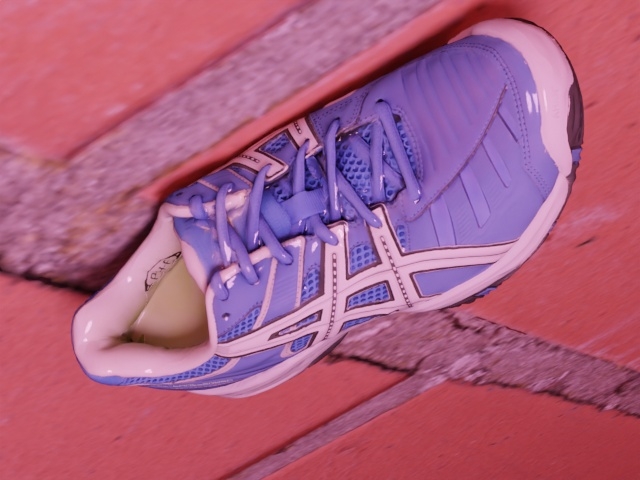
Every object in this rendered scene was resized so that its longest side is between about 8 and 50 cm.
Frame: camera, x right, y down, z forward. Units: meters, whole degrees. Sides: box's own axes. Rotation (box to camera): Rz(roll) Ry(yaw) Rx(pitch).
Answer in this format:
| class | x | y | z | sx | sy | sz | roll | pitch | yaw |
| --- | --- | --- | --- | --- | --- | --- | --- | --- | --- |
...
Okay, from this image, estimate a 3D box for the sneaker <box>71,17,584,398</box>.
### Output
| class | x | y | z | sx | sy | sz | roll | pitch | yaw |
| --- | --- | --- | --- | --- | --- | --- | --- | --- | --- |
| sneaker | 0.000 | 0.000 | 0.570 | 0.211 | 0.080 | 0.081 | -39 | 160 | 33 |
